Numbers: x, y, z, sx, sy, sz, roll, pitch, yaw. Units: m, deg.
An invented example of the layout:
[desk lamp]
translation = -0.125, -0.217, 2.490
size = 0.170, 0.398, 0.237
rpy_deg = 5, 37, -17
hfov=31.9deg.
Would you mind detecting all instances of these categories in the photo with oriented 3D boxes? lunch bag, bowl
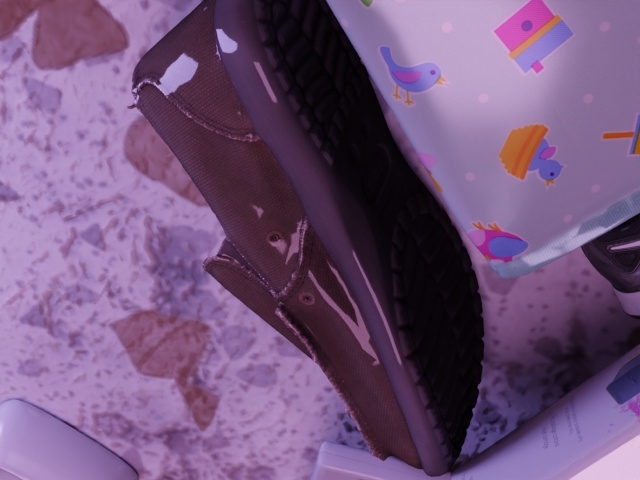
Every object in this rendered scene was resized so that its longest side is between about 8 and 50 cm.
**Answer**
[lunch bag]
translation = 0.149, -0.142, 0.577
size = 0.262, 0.160, 0.223
rpy_deg = -27, 111, 12
[bowl]
translation = -0.242, 0.215, 0.936
size = 0.142, 0.053, 0.142
rpy_deg = 35, 123, -12

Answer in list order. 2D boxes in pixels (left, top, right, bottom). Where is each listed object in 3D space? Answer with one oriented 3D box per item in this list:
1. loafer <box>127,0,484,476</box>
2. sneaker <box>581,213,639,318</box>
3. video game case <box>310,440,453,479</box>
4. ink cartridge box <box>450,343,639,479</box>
[loafer]
translation = 0.000, 0.000, 0.724
size = 0.130, 0.134, 0.365
rpy_deg = -10, 118, 31
[sneaker]
translation = 0.244, -0.047, 0.665
size = 0.106, 0.078, 0.234
rpy_deg = 40, 122, -18
[video game case]
translation = 0.092, 0.221, 0.852
size = 0.213, 0.023, 0.193
rpy_deg = 14, 148, 1
[ink cartridge box]
translation = 0.275, 0.140, 0.662
size = 0.353, 0.119, 0.207
rpy_deg = -37, 94, 14
